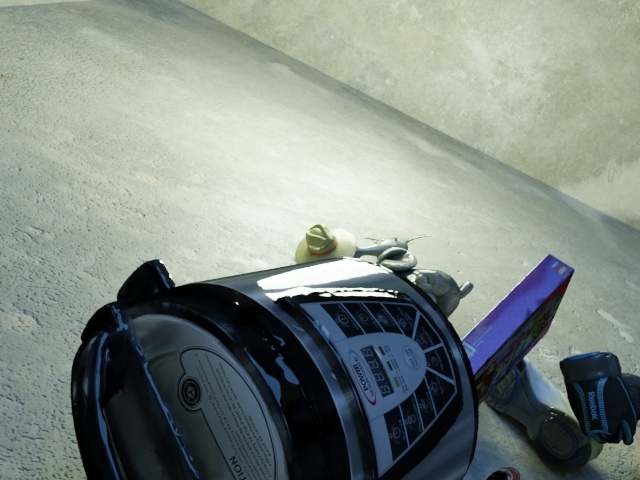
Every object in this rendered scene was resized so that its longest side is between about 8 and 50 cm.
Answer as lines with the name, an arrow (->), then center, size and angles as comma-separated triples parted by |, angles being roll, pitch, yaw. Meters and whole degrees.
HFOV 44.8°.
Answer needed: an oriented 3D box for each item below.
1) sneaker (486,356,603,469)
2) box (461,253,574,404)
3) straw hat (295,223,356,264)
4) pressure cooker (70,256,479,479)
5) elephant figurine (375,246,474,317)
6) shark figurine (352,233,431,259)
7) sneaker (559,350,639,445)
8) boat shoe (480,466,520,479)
sneaker -> 0.405, 0.306, 1.456 | 0.129, 0.111, 0.297 | 16, 30, -46
box -> 0.312, 0.177, 1.336 | 0.057, 0.200, 0.293 | 37, 59, 25
straw hat -> 0.000, 0.000, 1.624 | 0.145, 0.061, 0.144 | -13, 40, 11
pressure cooker -> -0.064, 0.219, 0.869 | 0.370, 0.375, 0.420 | 18, 16, 38
elephant figurine -> 0.149, 0.092, 1.578 | 0.239, 0.169, 0.186 | 23, -10, 36
shark figurine -> 0.147, 0.044, 1.725 | 0.166, 0.116, 0.278 | -2, 4, 26
sneaker -> 0.506, 0.300, 1.378 | 0.341, 0.125, 0.139 | 29, 51, -50
boat shoe -> 0.282, 0.384, 1.229 | 0.049, 0.043, 0.137 | 39, 27, 32
